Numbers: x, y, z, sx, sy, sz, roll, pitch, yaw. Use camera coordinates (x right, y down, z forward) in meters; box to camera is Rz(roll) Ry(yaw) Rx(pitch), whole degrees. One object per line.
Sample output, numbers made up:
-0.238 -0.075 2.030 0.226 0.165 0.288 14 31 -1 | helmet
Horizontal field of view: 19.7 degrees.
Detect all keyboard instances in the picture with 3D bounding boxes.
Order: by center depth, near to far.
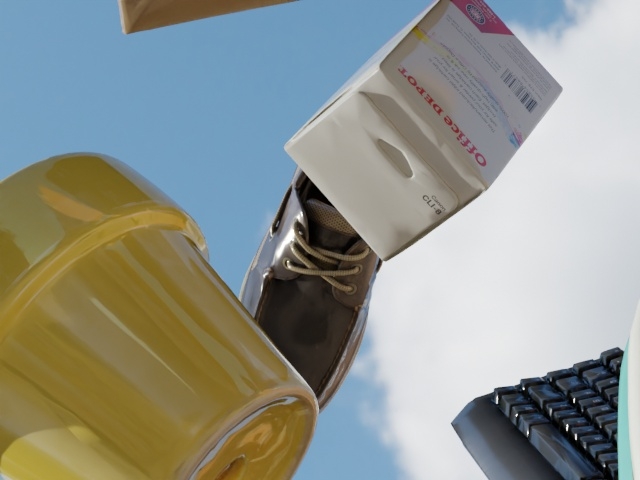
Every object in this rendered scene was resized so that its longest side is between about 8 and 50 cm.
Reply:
0.174 0.082 0.696 0.201 0.317 0.033 -11 -78 -7 | keyboard

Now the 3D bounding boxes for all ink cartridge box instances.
0.083 -0.096 1.464 0.128 0.176 0.127 48 -50 -5 | ink cartridge box

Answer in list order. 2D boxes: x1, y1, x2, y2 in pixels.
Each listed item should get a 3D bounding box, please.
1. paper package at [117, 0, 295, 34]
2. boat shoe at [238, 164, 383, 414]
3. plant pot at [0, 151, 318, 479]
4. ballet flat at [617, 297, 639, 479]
0.002 -0.301 1.451 0.325 0.309 0.168 -9 -71 8 | paper package
0.000 0.000 1.779 0.132 0.355 0.130 14 -16 3 | boat shoe
-0.142 0.103 1.320 0.254 0.239 0.254 -39 -28 -26 | plant pot
0.162 0.158 0.384 0.139 0.400 0.139 -3 -30 -2 | ballet flat
